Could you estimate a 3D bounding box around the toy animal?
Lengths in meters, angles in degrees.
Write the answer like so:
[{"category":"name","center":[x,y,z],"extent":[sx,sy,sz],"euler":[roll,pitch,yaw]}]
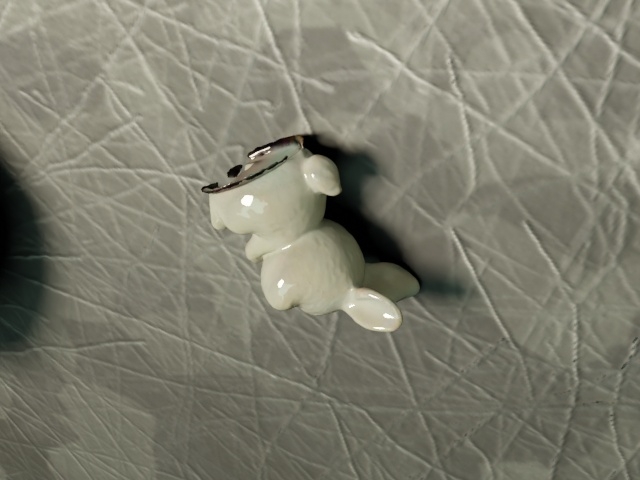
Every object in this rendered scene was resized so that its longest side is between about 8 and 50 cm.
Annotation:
[{"category":"toy animal","center":[-0.006,0.002,0.663],"extent":[0.085,0.071,0.124],"euler":[-22,104,19]}]
